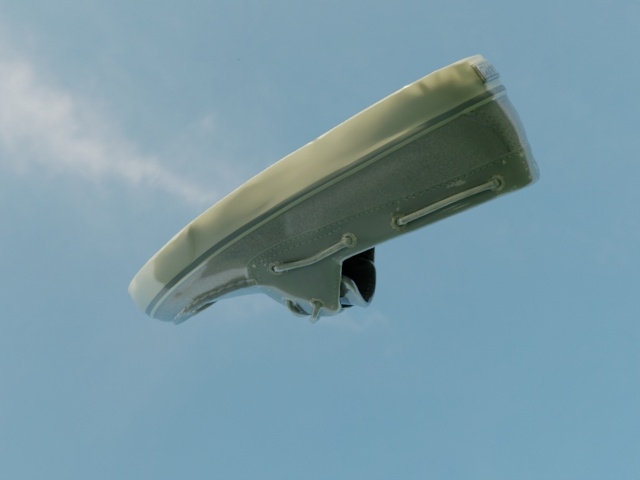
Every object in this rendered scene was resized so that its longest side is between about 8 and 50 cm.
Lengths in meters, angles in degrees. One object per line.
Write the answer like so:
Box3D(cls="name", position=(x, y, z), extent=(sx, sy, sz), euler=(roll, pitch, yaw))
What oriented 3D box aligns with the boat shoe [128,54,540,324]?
Box3D(cls="boat shoe", position=(0.001, 0.000, 0.438), extent=(0.228, 0.079, 0.081), euler=(-31, -92, 25))
